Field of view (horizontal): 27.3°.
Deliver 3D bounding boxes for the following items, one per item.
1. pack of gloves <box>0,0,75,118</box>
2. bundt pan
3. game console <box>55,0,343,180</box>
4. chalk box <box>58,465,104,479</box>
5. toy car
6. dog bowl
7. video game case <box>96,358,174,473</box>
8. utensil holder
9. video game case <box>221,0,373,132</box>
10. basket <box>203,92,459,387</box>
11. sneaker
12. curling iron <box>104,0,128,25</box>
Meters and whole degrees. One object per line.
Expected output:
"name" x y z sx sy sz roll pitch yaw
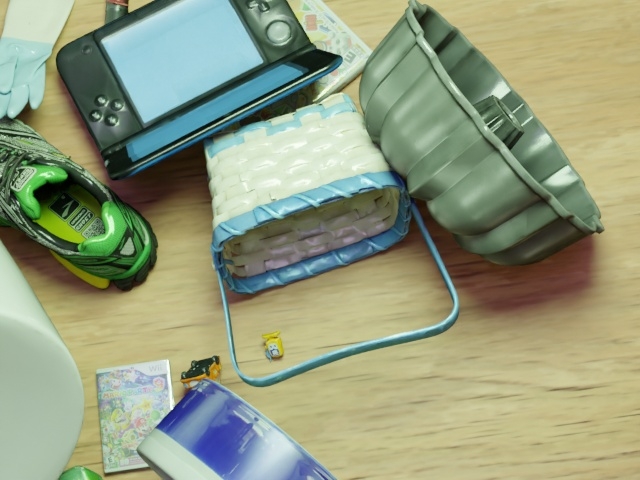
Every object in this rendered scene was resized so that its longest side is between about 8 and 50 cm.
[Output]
"pack of gloves" -0.425 -0.226 1.635 0.195 0.046 0.232 9 50 -2
"bundt pan" 0.162 -0.103 1.458 0.124 0.331 0.331 -39 73 18
"game console" -0.151 -0.211 1.540 0.293 0.173 0.250 -28 75 -6
"chalk box" -0.284 0.355 1.390 0.180 0.179 0.289 -26 73 -6
"toy car" -0.098 0.148 1.513 0.122 0.060 0.041 -18 104 4
"dog bowl" -0.060 0.266 1.362 0.265 0.265 0.104 39 75 14
"video game case" -0.212 0.203 1.523 0.087 0.011 0.122 -8 72 1
"utensil holder" -0.447 0.093 1.331 0.327 0.328 0.385 -38 45 -9
"video game case" -0.081 -0.241 1.650 0.206 0.026 0.227 -41 75 -9
"basket" 0.000 0.000 1.473 0.254 0.201 0.289 -15 63 0
"sneaker" -0.346 -0.076 1.549 0.343 0.146 0.134 28 76 12
"curling iron" -0.245 -0.305 1.674 0.068 0.035 0.274 8 73 6
